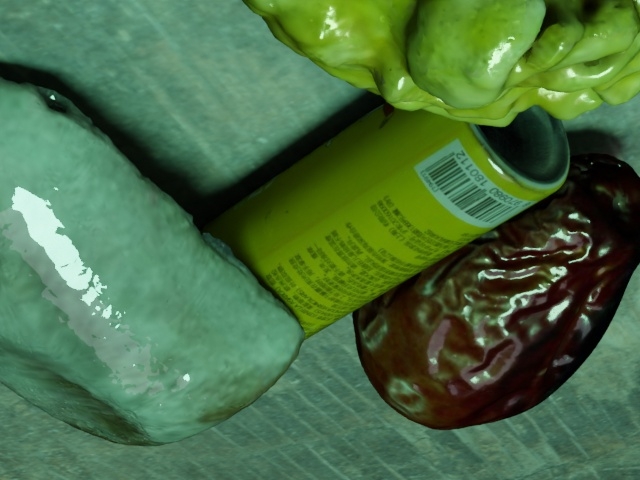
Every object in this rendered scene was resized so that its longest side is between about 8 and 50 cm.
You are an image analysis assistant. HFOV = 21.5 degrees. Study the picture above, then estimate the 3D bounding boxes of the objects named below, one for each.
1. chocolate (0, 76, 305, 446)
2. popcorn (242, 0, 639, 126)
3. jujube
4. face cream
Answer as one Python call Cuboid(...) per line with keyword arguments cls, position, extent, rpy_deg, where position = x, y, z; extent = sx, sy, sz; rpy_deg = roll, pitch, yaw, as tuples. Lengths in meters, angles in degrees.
Cuboid(cls="chocolate", position=(-0.163, 0.032, 1.030), extent=(0.185, 0.100, 0.303), rpy_deg=(-21, 128, 35))
Cuboid(cls="popcorn", position=(0.062, -0.130, 0.769), extent=(0.200, 0.203, 0.226), rpy_deg=(-22, 135, 2))
Cuboid(cls="jujube", position=(0.127, 0.032, 1.162), extent=(0.168, 0.168, 0.236), rpy_deg=(13, 139, -38))
Cuboid(cls="face cream", position=(0.000, 0.000, 1.105), extent=(0.105, 0.105, 0.348), rpy_deg=(16, 143, -41))
